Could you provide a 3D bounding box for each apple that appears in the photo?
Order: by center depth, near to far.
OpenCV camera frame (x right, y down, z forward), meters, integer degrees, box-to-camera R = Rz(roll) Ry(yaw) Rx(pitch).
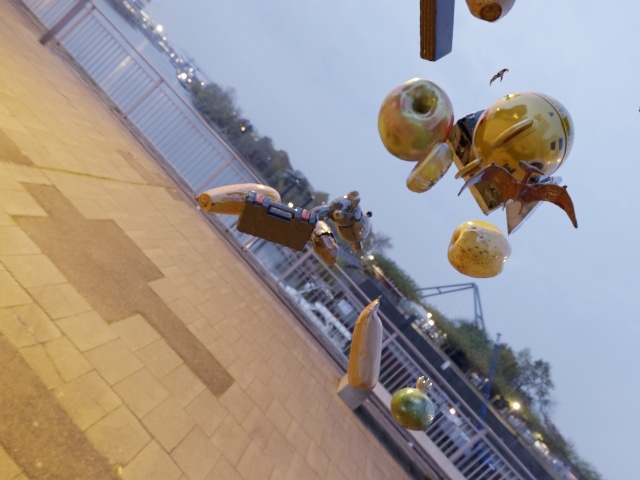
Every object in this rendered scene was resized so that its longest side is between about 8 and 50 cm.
[{"bbox_3d":[0.391,-0.487,1.795,0.319,0.319,0.277,47,-8,11],"label":"apple"}]

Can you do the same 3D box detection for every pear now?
[{"bbox_3d":[0.458,0.029,1.242,0.178,0.178,0.178,47,2,-3],"label":"pear"}]

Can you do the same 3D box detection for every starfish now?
[{"bbox_3d":[0.675,-0.619,1.634,0.028,0.078,0.091,64,-33,8],"label":"starfish"}]

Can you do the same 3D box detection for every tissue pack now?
[{"bbox_3d":[0.763,-0.353,1.894,0.253,0.265,0.415,118,-51,-75],"label":"tissue pack"}]

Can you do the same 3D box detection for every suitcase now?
[{"bbox_3d":[-0.169,-0.068,1.658,0.286,0.206,0.066,19,50,-9],"label":"suitcase"}]

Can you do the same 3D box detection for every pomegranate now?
[{"bbox_3d":[0.405,0.694,1.846,0.187,0.225,0.187,31,-26,17],"label":"pomegranate"}]

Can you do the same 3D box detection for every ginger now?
[{"bbox_3d":[0.001,-0.011,1.838,0.309,0.107,0.132,-121,-152,-61],"label":"ginger"}]

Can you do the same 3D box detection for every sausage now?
[{"bbox_3d":[0.163,0.347,1.496,0.112,0.327,0.112,10,-15,3],"label":"sausage"}]

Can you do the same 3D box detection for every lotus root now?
[{"bbox_3d":[0.681,-0.976,1.736,0.199,0.179,0.188,20,-27,-5],"label":"lotus root"}]

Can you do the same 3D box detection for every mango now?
[{"bbox_3d":[-0.352,-0.179,1.903,0.187,0.360,0.143,-146,-125,-74],"label":"mango"}]

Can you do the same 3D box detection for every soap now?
[{"bbox_3d":[1.095,-0.180,2.215,0.159,0.258,0.301,-7,92,-55],"label":"soap"}]

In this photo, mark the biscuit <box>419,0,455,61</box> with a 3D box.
[{"bbox_3d":[0.393,-0.806,1.447,0.073,0.107,0.388,37,-27,39],"label":"biscuit"}]

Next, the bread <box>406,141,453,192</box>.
[{"bbox_3d":[0.412,-0.267,1.619,0.105,0.213,0.213,35,4,-5],"label":"bread"}]

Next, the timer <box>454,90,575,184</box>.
[{"bbox_3d":[0.701,-0.350,1.563,0.376,0.387,0.375,46,-29,35],"label":"timer"}]

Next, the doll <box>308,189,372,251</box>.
[{"bbox_3d":[0.096,-0.101,2.368,0.382,0.380,0.252,67,20,-52],"label":"doll"}]

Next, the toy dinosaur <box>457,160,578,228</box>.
[{"bbox_3d":[0.632,-0.134,1.352,0.328,0.112,0.206,35,-33,-5],"label":"toy dinosaur"}]

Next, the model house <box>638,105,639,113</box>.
[{"bbox_3d":[1.234,-0.496,1.427,0.224,0.198,0.215,30,-20,-9],"label":"model house"}]
